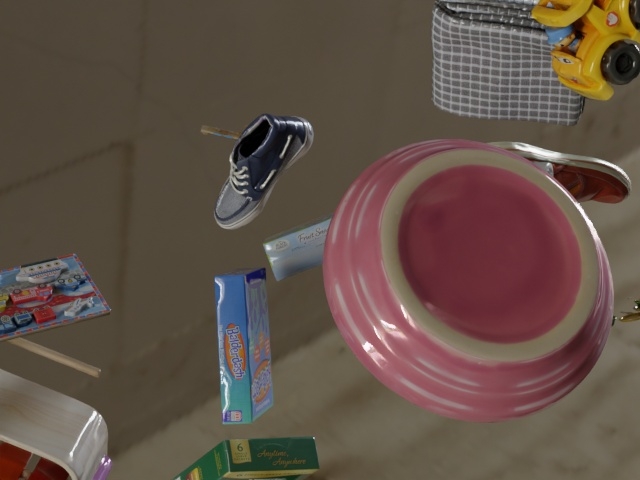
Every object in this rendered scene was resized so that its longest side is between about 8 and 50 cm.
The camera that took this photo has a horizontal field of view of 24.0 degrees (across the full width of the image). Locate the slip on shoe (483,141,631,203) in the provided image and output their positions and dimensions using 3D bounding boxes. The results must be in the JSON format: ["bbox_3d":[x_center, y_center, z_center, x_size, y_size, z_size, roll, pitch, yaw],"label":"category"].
[{"bbox_3d":[0.369,-0.086,2.418,0.331,0.123,0.101,7,-102,-39],"label":"slip on shoe"}]

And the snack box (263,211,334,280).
[{"bbox_3d":[0.000,0.000,2.417,0.174,0.070,0.207,-21,4,-1],"label":"snack box"}]

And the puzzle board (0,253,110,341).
[{"bbox_3d":[-0.283,0.054,1.479,0.128,0.096,0.011,-13,-46,-27],"label":"puzzle board"}]

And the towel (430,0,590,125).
[{"bbox_3d":[0.330,-0.313,2.573,0.235,0.283,0.121,85,-161,-47],"label":"towel"}]

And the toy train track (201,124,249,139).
[{"bbox_3d":[-0.116,-0.135,1.984,0.014,0.083,0.048,104,179,-45],"label":"toy train track"}]

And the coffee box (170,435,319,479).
[{"bbox_3d":[-0.091,0.263,1.664,0.113,0.040,0.184,4,-26,-29],"label":"coffee box"}]

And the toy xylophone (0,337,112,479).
[{"bbox_3d":[-0.391,0.206,1.825,0.081,0.322,0.236,-66,-6,29],"label":"toy xylophone"}]

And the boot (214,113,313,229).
[{"bbox_3d":[-0.096,-0.092,1.950,0.086,0.069,0.190,7,-51,-52],"label":"boot"}]

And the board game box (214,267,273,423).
[{"bbox_3d":[-0.109,0.149,2.177,0.160,0.047,0.210,-21,-71,-80],"label":"board game box"}]

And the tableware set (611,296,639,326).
[{"bbox_3d":[0.498,0.108,2.405,0.154,0.024,0.104,-15,5,-9],"label":"tableware set"}]

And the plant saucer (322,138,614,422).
[{"bbox_3d":[0.171,0.029,1.631,0.332,0.332,0.084,-40,-9,-27],"label":"plant saucer"}]

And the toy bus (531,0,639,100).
[{"bbox_3d":[0.391,-0.347,2.236,0.211,0.149,0.220,27,-87,-30],"label":"toy bus"}]

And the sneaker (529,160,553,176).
[{"bbox_3d":[0.194,-0.011,2.053,0.108,0.169,0.292,82,-151,-42],"label":"sneaker"}]
